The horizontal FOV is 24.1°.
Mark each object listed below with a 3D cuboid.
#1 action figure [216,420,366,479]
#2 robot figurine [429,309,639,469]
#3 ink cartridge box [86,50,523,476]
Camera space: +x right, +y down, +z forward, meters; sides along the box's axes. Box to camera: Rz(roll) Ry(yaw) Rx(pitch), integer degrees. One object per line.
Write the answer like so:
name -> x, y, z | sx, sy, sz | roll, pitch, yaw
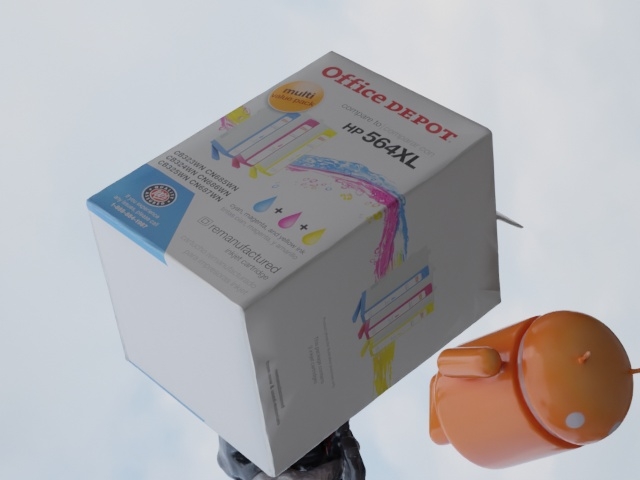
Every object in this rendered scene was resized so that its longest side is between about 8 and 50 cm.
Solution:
action figure -> -0.074, 0.144, 1.614 | 0.341, 0.179, 0.330 | -114, 11, -46
robot figurine -> 0.191, 0.136, 1.365 | 0.158, 0.219, 0.128 | 54, -134, -10
ink cartridge box -> 0.000, 0.000, 0.576 | 0.143, 0.092, 0.090 | -36, -42, -27
